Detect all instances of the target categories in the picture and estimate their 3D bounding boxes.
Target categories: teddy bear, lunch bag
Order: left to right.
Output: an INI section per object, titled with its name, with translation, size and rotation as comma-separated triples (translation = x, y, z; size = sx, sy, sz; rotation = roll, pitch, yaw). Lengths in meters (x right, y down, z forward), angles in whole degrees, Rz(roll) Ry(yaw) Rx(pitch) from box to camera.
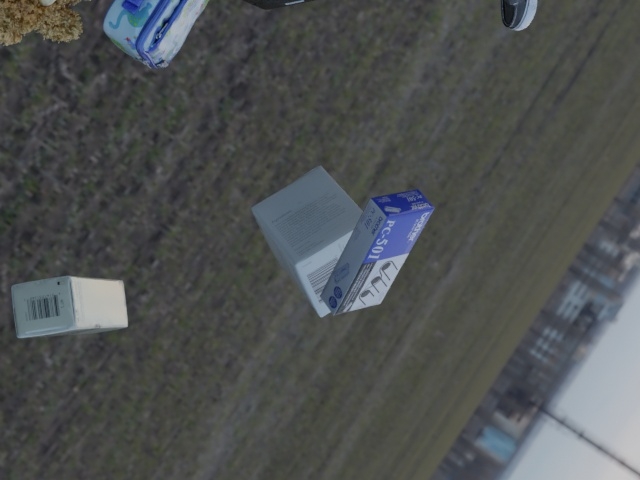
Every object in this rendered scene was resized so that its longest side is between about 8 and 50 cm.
[teddy bear]
translation = -0.380, -0.397, 1.647
size = 0.338, 0.113, 0.245
rotation = -39, 147, -75
[lunch bag]
translation = -0.224, -0.365, 1.677
size = 0.219, 0.090, 0.176
rotation = -58, 175, -4

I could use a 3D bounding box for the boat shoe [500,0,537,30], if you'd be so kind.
[boat shoe]
translation = 0.322, -0.443, 1.925
size = 0.076, 0.080, 0.228
rotation = -18, 147, -16

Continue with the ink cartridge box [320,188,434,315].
[ink cartridge box]
translation = 0.082, 0.019, 1.695
size = 0.097, 0.046, 0.207
rotation = -12, 141, -38

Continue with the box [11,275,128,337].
[box]
translation = -0.438, 0.118, 2.025
size = 0.275, 0.113, 0.094
rotation = 20, 61, -79

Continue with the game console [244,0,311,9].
[game console]
translation = -0.057, -0.370, 1.566
size = 0.107, 0.122, 0.071
rotation = 9, 80, -57

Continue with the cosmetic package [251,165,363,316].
[cosmetic package]
translation = 0.000, 0.000, 1.998
size = 0.151, 0.183, 0.151
rotation = -32, 136, -8
